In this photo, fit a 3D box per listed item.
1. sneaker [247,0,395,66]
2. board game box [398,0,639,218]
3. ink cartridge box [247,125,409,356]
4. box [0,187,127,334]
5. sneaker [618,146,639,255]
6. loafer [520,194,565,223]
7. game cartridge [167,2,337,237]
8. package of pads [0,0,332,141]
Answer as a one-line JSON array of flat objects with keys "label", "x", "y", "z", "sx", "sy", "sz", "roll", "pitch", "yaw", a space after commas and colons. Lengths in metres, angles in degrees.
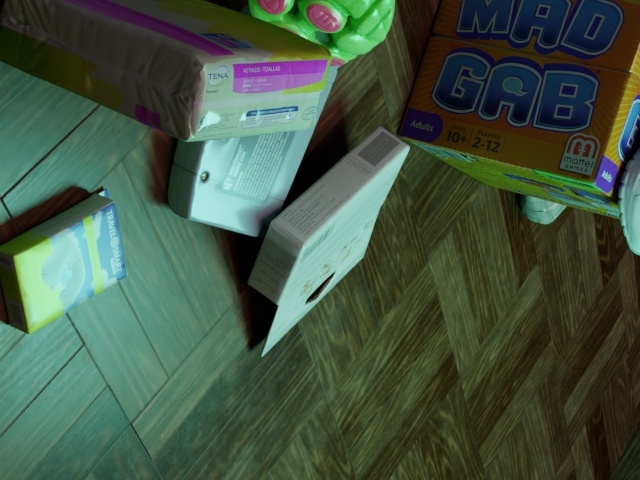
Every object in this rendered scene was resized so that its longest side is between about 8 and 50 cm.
[{"label": "sneaker", "x": -0.052, "y": -0.406, "z": 1.426, "sx": 0.483, "sy": 0.185, "sz": 0.202, "roll": 55, "pitch": 26, "yaw": -37}, {"label": "board game box", "x": 0.410, "y": -0.260, "z": 2.050, "sx": 0.356, "sy": 0.356, "sz": 0.356, "roll": 20, "pitch": 88, "yaw": -57}, {"label": "ink cartridge box", "x": 0.000, "y": 0.000, "z": 1.825, "sx": 0.296, "sy": 0.066, "sz": 0.261, "roll": -43, "pitch": 163, "yaw": -42}, {"label": "box", "x": -0.296, "y": 0.022, "z": 1.440, "sx": 0.178, "sy": 0.042, "sz": 0.109, "roll": -34, "pitch": 131, "yaw": -42}, {"label": "sneaker", "x": 0.545, "y": -0.115, "z": 1.872, "sx": 0.111, "sy": 0.129, "sz": 0.297, "roll": 7, "pitch": 100, "yaw": -58}, {"label": "loafer", "x": 0.501, "y": -0.177, "z": 2.443, "sx": 0.319, "sy": 0.112, "sz": 0.111, "roll": -57, "pitch": 152, "yaw": -21}, {"label": "game cartridge", "x": -0.088, "y": -0.158, "z": 1.612, "sx": 0.198, "sy": 0.062, "sz": 0.297, "roll": 17, "pitch": 98, "yaw": -48}, {"label": "package of pads", "x": -0.162, "y": -0.199, "z": 1.303, "sx": 0.229, "sy": 0.296, "sz": 0.101, "roll": -15, "pitch": 124, "yaw": -53}]
